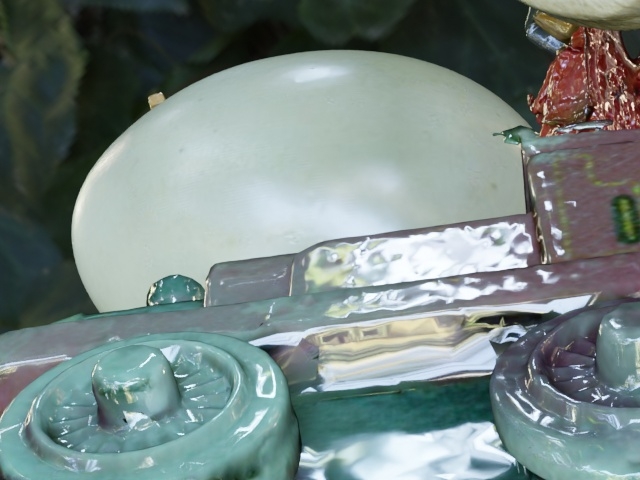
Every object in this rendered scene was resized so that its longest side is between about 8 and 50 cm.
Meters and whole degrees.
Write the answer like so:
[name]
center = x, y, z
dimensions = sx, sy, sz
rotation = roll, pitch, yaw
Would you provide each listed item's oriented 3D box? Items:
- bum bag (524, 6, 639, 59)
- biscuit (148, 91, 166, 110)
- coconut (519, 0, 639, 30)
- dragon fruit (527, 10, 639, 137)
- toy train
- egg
[bum bag]
center = 0.262, -0.213, 1.497
dimensions = 0.080, 0.142, 0.326
rotation = -4, 15, -15
[biscuit]
center = -0.143, -0.065, 1.707
dimensions = 0.027, 0.133, 0.184
rotation = -14, 24, -5
[coconut]
center = 0.194, -0.246, 1.068
dimensions = 0.202, 0.202, 0.222
rotation = -3, 37, 43
[dragon fruit]
center = 0.215, -0.124, 1.260
dimensions = 0.122, 0.092, 0.192
rotation = -1, 75, 6
[toy train]
center = 0.028, 0.061, 0.541
dimensions = 0.304, 0.150, 0.221
rotation = -7, 27, 5
[egg]
center = 0.000, 0.000, 0.846
dimensions = 0.254, 0.188, 0.188
rotation = 1, 47, 10
